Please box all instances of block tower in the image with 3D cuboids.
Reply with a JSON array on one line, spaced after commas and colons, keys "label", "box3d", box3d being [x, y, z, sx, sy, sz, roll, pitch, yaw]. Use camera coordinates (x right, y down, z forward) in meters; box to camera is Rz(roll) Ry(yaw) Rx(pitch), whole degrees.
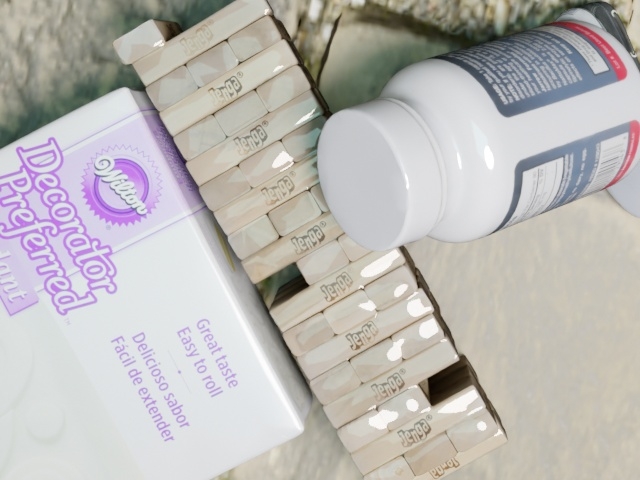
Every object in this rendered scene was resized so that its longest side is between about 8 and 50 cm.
[{"label": "block tower", "box3d": [0.000, 0.000, 0.793, 0.097, 0.091, 0.335, -30, 95, 6]}]

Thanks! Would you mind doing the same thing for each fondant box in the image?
[{"label": "fondant box", "box3d": [-0.204, 0.078, 0.813, 0.330, 0.096, 0.238, -27, 95, 5]}]

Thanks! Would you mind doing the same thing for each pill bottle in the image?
[{"label": "pill bottle", "box3d": [0.092, -0.059, 0.730, 0.180, 0.108, 0.108, -20, 97, -33]}]

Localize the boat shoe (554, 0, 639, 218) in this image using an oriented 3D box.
[{"label": "boat shoe", "box3d": [0.191, -0.084, 0.795, 0.040, 0.049, 0.142, -30, 102, -32]}]
